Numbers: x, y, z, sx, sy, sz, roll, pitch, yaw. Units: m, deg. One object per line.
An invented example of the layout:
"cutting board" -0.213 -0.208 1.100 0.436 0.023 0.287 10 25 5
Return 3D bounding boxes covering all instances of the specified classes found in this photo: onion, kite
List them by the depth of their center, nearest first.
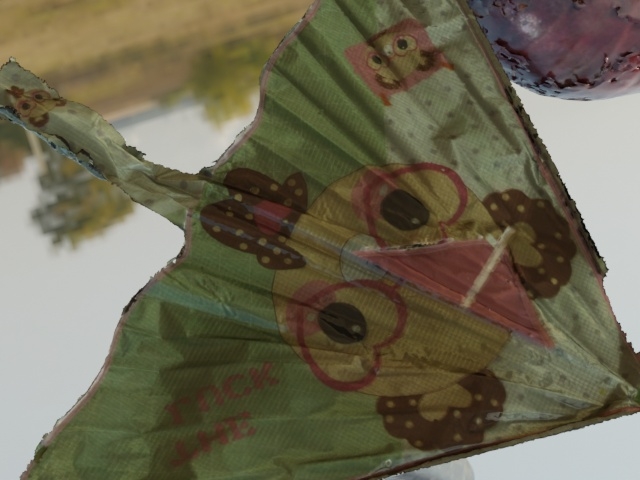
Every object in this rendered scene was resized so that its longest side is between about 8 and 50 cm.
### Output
"kite" 0.000 0.000 0.692 0.013 0.267 0.323 107 8 -59
"onion" 0.173 -0.200 1.106 0.252 0.252 0.219 -21 179 -35

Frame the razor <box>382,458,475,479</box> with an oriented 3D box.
"razor" 0.039 0.138 1.277 0.090 0.054 0.148 14 169 32
